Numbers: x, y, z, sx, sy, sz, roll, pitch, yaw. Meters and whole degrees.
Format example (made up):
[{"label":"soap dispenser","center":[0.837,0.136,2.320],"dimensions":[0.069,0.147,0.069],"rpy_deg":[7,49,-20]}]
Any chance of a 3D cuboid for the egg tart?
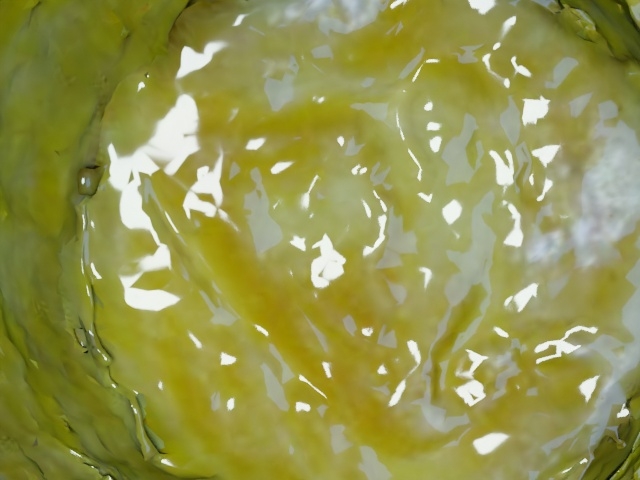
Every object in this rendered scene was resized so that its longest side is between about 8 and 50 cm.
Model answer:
[{"label":"egg tart","center":[0.011,-0.007,0.550],"dimensions":[0.341,0.132,0.341],"rpy_deg":[-2,99,-13]}]
